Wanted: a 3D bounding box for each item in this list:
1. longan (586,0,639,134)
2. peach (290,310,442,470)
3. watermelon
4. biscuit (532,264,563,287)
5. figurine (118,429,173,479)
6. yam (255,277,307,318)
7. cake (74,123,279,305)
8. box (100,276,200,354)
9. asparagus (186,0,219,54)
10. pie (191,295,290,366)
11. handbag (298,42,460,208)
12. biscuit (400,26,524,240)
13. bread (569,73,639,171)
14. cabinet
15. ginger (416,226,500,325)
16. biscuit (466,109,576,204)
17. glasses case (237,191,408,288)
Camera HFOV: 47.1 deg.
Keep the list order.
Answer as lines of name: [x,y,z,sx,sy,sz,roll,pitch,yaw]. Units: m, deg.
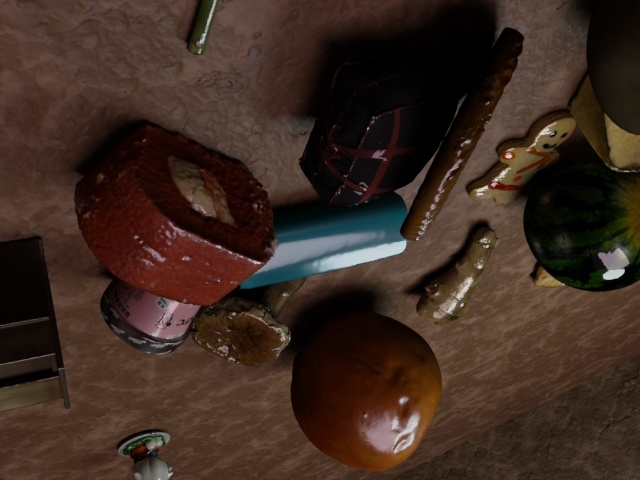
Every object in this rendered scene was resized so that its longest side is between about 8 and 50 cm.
longan: [0.500,-0.290,0.976,0.289,0.288,0.350,-13,158,-17]
peach: [0.085,0.312,1.577,0.302,0.342,0.342,29,135,-2]
watermelon: [0.521,-0.031,1.391,0.269,0.268,0.269,-17,149,-11]
biscuit: [0.641,0.042,1.805,0.260,0.041,0.203,-31,146,11]
figurine: [-0.411,0.554,1.777,0.132,0.153,0.132,-17,149,-11]
yam: [-0.077,0.093,1.375,0.061,0.061,0.253,-1,143,-33]
cake: [-0.184,-0.026,1.003,0.151,0.176,0.283,-37,145,22]
box: [-0.249,0.081,1.165,0.151,0.151,0.135,14,124,-46]
asparagus: [-0.107,-0.298,0.780,0.024,0.025,0.248,28,137,0]
pie: [-0.149,0.173,1.394,0.195,0.046,0.195,3,138,3]
handbag: [0.075,-0.150,0.995,0.169,0.155,0.215,-19,153,-29]
biscuit: [0.192,-0.140,1.009,0.317,0.040,0.318,-62,176,-8]
bread: [0.566,-0.216,1.212,0.240,0.178,0.135,-12,149,-15]
cabinet: [-0.460,0.136,1.029,0.175,0.215,0.148,-10,147,-21]
ginger: [0.299,0.076,1.592,0.131,0.086,0.294,1,134,-21]
biscuit: [0.372,-0.145,1.337,0.153,0.030,0.234,2,142,-39]
glasses case: [0.000,0.002,1.232,0.301,0.070,0.117,-13,115,-19]
